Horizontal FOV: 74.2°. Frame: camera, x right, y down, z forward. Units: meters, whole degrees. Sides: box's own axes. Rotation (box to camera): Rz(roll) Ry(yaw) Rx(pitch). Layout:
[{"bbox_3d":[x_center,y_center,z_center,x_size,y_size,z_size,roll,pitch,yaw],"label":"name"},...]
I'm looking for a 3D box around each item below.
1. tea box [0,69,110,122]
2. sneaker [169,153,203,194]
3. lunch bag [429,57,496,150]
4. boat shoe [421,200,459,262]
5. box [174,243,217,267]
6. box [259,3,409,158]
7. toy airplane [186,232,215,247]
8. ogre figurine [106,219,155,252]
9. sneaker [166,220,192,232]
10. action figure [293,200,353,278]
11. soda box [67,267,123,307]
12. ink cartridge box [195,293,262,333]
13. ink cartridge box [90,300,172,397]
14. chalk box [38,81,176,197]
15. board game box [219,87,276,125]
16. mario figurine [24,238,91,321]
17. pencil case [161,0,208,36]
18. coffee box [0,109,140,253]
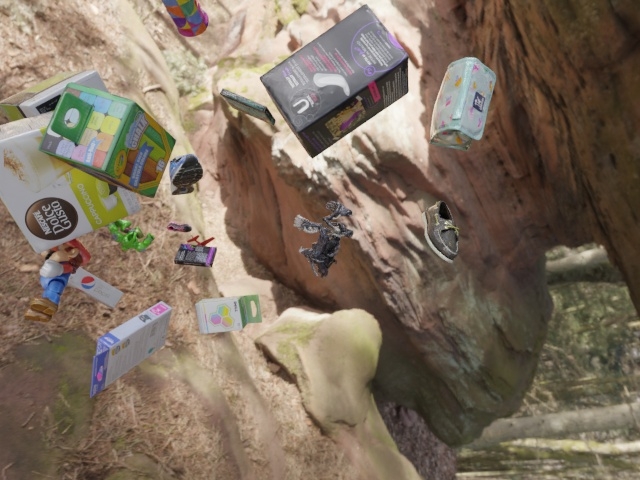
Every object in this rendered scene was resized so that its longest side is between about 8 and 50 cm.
[{"bbox_3d":[-1.134,-0.573,1.855,0.329,0.324,0.220,-49,139,-32],"label":"tea box"},{"bbox_3d":[-0.595,-0.304,1.811,0.130,0.330,0.147,-13,84,-30],"label":"sneaker"},{"bbox_3d":[0.438,-0.415,1.317,0.262,0.160,0.223,-3,107,-79],"label":"lunch bag"},{"bbox_3d":[0.316,-0.030,1.093,0.081,0.068,0.227,31,29,-17],"label":"boat shoe"},{"bbox_3d":[-0.545,0.066,1.856,0.162,0.029,0.116,7,37,-5],"label":"box"},{"bbox_3d":[0.036,-0.335,0.915,0.165,0.270,0.143,58,3,16],"label":"box"},{"bbox_3d":[-0.599,0.011,2.090,0.151,0.151,0.028,25,31,-43],"label":"toy airplane"},{"bbox_3d":[-0.774,-0.018,1.717,0.197,0.097,0.118,55,10,-41],"label":"ogre figurine"},{"bbox_3d":[-0.667,-0.056,1.994,0.057,0.119,0.047,-72,168,-65],"label":"sneaker"},{"bbox_3d":[0.000,0.000,1.223,0.275,0.141,0.164,-52,142,-52],"label":"action figure"},{"bbox_3d":[-0.929,0.192,1.734,0.216,0.069,0.073,43,56,-32],"label":"soda box"},{"bbox_3d":[-0.315,0.253,1.463,0.062,0.209,0.108,-55,139,-81],"label":"ink cartridge box"},{"bbox_3d":[-0.623,0.343,1.374,0.065,0.185,0.311,28,28,12],"label":"ink cartridge box"},{"bbox_3d":[-0.510,-0.242,1.011,0.289,0.179,0.180,58,51,-80],"label":"chalk box"},{"bbox_3d":[-0.262,-0.487,1.549,0.186,0.026,0.126,26,-2,12],"label":"board game box"},{"bbox_3d":[-0.927,0.108,1.446,0.170,0.198,0.320,69,13,-46],"label":"mario figurine"},{"bbox_3d":[-0.364,-0.635,1.082,0.236,0.105,0.104,83,-9,-76],"label":"pencil case"},{"bbox_3d":[-0.846,-0.216,1.365,0.334,0.338,0.337,-29,125,-27],"label":"coffee box"}]
